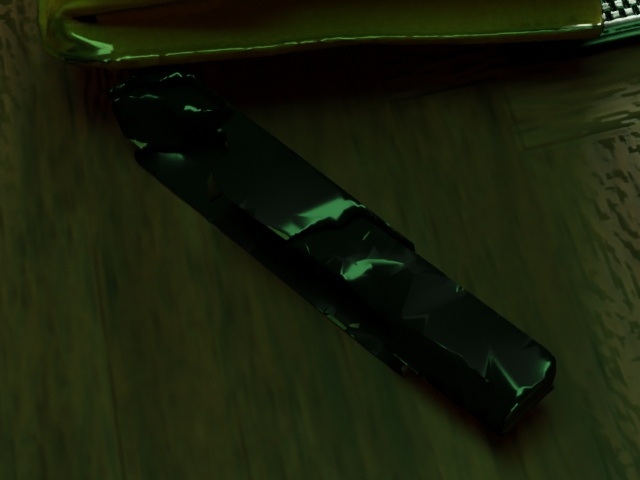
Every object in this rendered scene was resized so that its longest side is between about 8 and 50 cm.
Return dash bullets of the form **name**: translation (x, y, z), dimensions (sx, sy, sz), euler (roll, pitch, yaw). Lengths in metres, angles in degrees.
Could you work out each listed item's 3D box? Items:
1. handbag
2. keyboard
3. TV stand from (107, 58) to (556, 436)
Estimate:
- **handbag**: translation (0.001, -0.257, 0.880), dimensions (0.283, 0.133, 0.401), euler (-1, 46, -3)
- **keyboard**: translation (0.161, -0.117, 0.822), dimensions (0.155, 0.010, 0.053), euler (-12, 50, 1)
- **TV stand**: translation (0.000, 0.000, 0.741), dimensions (0.036, 0.042, 0.249), euler (-38, 56, -22)
